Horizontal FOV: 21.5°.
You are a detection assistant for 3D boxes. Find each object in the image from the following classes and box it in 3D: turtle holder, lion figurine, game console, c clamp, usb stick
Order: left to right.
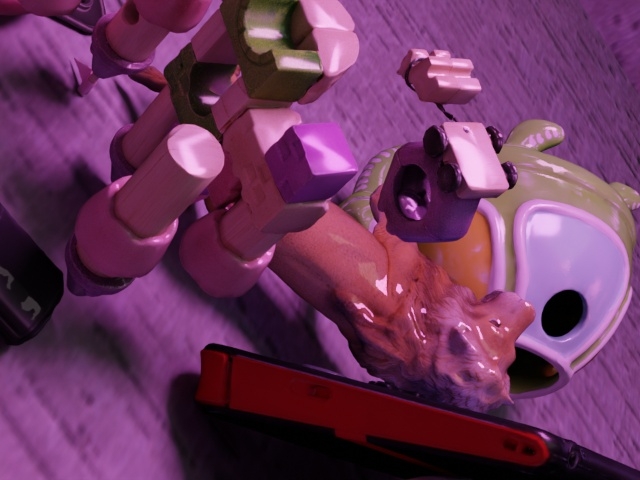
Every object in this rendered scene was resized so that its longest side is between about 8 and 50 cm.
[{"bbox_3d":[-0.272,-0.043,1.118,0.278,0.045,0.077,51,34,-23],"label":"usb stick"},{"bbox_3d":[-0.231,-0.244,1.447,0.160,0.022,0.137,16,55,-60],"label":"c clamp"},{"bbox_3d":[0.000,0.000,1.443,0.392,0.142,0.240,29,25,-23],"label":"lion figurine"},{"bbox_3d":[0.120,0.165,1.351,0.386,0.342,0.060,26,74,-52],"label":"game console"},{"bbox_3d":[0.182,0.017,1.717,0.320,0.243,0.227,48,43,-47],"label":"turtle holder"}]

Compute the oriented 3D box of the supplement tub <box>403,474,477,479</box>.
[{"bbox_3d":[0.152,0.321,1.338,0.316,0.228,0.228,27,41,-52],"label":"supplement tub"}]

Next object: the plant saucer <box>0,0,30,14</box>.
[{"bbox_3d":[-0.287,-0.338,1.321,0.332,0.084,0.332,38,35,-33],"label":"plant saucer"}]

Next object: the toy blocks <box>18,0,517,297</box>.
[{"bbox_3d":[-0.081,-0.090,1.276,0.309,0.260,0.289,-2,62,-37],"label":"toy blocks"}]
